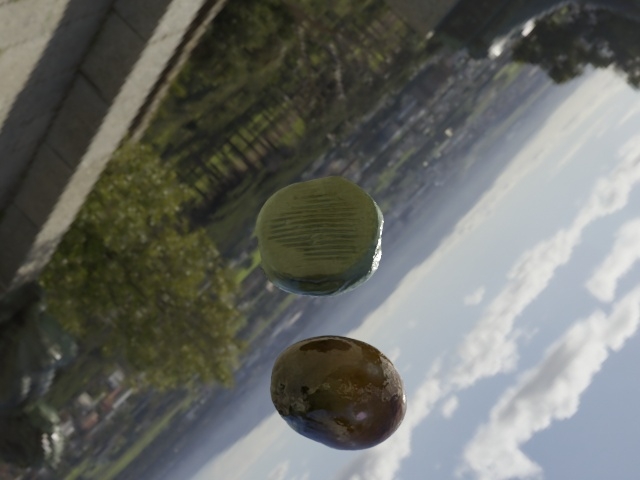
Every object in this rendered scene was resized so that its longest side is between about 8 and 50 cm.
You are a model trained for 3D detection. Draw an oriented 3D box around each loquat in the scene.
[{"bbox_3d":[0.028,0.243,1.656,0.179,0.227,0.179,-53,-158,32],"label":"loquat"}]

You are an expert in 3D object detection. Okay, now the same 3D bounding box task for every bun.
[{"bbox_3d":[0.003,0.000,1.709,0.221,0.221,0.108,-44,160,-10],"label":"bun"}]
